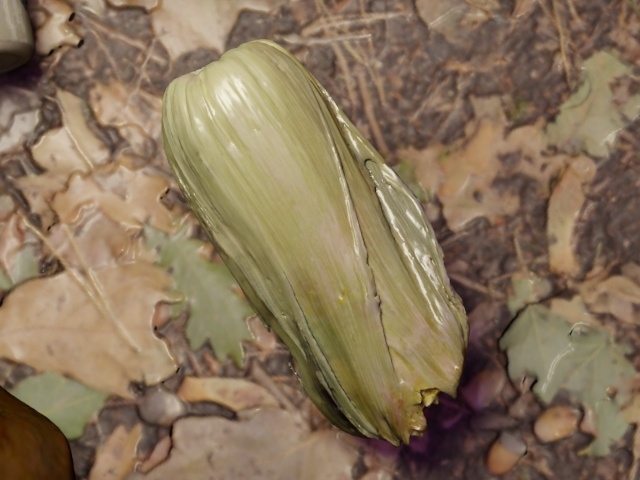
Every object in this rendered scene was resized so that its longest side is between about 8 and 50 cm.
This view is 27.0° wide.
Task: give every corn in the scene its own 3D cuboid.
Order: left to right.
[{"bbox_3d":[-0.001,0.001,0.958,0.123,0.122,0.305,-35,92,-27],"label":"corn"}]

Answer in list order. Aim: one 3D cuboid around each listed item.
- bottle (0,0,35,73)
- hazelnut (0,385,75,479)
[{"bbox_3d":[-0.278,-0.233,0.947,0.110,0.110,0.233,-12,89,-7],"label":"bottle"},{"bbox_3d":[-0.290,0.173,0.884,0.252,0.217,0.217,20,84,-29],"label":"hazelnut"}]
